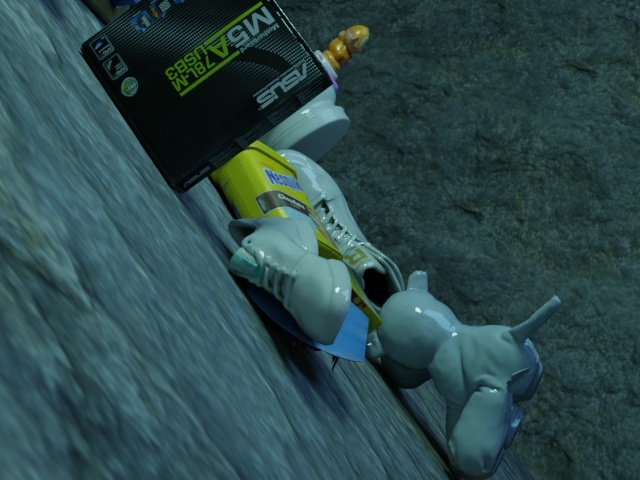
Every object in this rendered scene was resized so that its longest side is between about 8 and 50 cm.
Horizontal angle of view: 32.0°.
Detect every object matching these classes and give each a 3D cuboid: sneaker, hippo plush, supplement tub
[{"bbox_3d":[0.030,-0.009,1.686,0.292,0.108,0.169,52,-7,-27],"label":"sneaker"},{"bbox_3d":[0.172,0.187,1.567,0.236,0.234,0.294,24,-21,17],"label":"hippo plush"},{"bbox_3d":[-0.039,0.033,1.066,0.094,0.080,0.212,13,17,-22],"label":"sneaker"},{"bbox_3d":[-0.095,-0.254,1.842,0.272,0.191,0.191,55,5,12],"label":"supplement tub"}]

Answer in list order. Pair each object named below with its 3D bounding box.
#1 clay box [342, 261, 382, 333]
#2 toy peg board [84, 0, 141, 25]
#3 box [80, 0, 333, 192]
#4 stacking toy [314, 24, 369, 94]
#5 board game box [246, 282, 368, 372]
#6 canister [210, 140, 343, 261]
[{"bbox_3d":[-0.007,0.030,1.511,0.222,0.053,0.127,48,7,-42],"label":"clay box"},{"bbox_3d":[-0.248,-0.374,1.384,0.160,0.079,0.161,47,52,-53],"label":"toy peg board"},{"bbox_3d":[-0.115,-0.175,1.115,0.184,0.190,0.045,56,3,17],"label":"box"},{"bbox_3d":[-0.032,-0.287,2.019,0.166,0.302,0.175,53,3,1],"label":"stacking toy"},{"bbox_3d":[-0.018,0.079,1.131,0.133,0.033,0.169,30,18,-5],"label":"board game box"},{"bbox_3d":[-0.053,-0.033,1.343,0.126,0.073,0.170,30,24,-51],"label":"canister"}]
